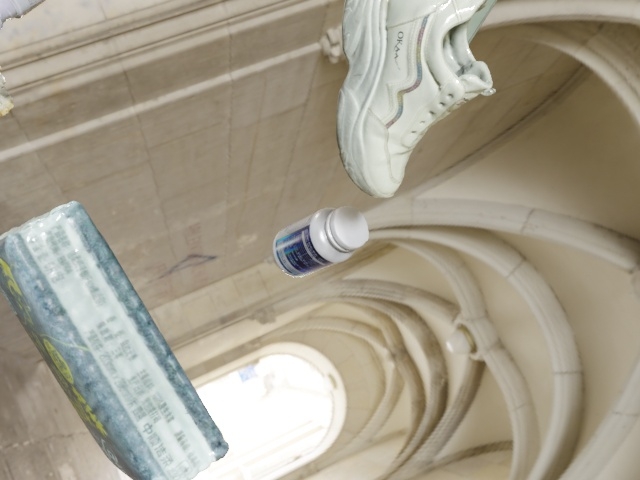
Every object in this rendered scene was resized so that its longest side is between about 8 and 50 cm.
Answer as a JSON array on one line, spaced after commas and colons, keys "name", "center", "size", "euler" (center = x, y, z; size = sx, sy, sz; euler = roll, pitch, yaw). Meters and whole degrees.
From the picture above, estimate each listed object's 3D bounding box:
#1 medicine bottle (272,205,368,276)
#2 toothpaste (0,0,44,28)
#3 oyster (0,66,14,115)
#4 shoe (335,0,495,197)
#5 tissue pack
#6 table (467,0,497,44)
[{"name": "medicine bottle", "center": [0.000, 0.000, 1.271], "size": [0.191, 0.107, 0.107], "euler": [-24, -91, 50]}, {"name": "toothpaste", "center": [-0.511, -0.467, 1.214], "size": [0.089, 0.234, 0.057], "euler": [23, -33, 22]}, {"name": "oyster", "center": [-0.510, -0.195, 0.949], "size": [0.051, 0.148, 0.103], "euler": [17, -48, 18]}, {"name": "shoe", "center": [0.139, -0.209, 0.952], "size": [0.210, 0.132, 0.342], "euler": [14, -60, 25]}, {"name": "tissue pack", "center": [-0.206, 0.098, 0.612], "size": [0.185, 0.081, 0.257], "euler": [-4, -64, 58]}, {"name": "table", "center": [0.232, -0.447, 1.082], "size": [0.240, 0.111, 0.122], "euler": [121, -35, -46]}]
